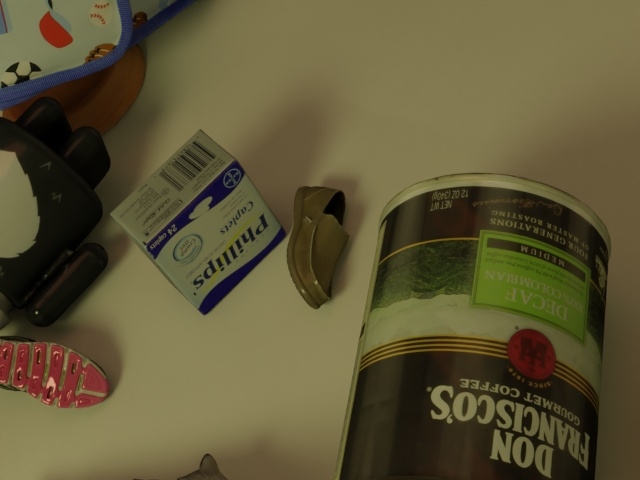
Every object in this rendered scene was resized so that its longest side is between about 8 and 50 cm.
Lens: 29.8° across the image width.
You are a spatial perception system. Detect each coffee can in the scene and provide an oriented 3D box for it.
[{"bbox_3d":[0.123,0.114,0.962,0.202,0.201,0.275,-4,56,23],"label":"coffee can"}]

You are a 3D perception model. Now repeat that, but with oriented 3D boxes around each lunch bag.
[{"bbox_3d":[-0.316,-0.363,1.354,0.239,0.327,0.385,4,31,30],"label":"lunch bag"}]

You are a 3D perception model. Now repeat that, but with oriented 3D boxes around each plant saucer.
[{"bbox_3d":[-0.316,-0.196,1.503,0.200,0.037,0.200,-13,53,17],"label":"plant saucer"}]

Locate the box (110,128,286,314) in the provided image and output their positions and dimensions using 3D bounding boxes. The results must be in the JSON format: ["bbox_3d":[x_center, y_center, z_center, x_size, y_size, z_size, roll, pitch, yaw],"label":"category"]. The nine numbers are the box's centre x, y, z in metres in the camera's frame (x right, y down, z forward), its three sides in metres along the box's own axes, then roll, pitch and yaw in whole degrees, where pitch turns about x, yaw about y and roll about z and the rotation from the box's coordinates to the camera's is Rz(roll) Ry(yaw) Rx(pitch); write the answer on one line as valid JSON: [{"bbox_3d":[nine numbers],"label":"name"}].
[{"bbox_3d":[-0.120,-0.016,1.214,0.126,0.137,0.072,-45,51,-9],"label":"box"}]

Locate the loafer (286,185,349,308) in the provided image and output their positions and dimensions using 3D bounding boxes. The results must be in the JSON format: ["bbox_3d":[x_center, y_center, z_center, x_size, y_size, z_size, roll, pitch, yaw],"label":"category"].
[{"bbox_3d":[0.000,0.000,1.198,0.050,0.056,0.148,-18,51,21],"label":"loafer"}]

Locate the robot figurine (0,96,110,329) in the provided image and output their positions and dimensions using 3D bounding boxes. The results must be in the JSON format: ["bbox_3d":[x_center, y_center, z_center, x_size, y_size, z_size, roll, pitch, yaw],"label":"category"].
[{"bbox_3d":[-0.351,-0.023,1.305,0.209,0.173,0.278,23,69,46],"label":"robot figurine"}]

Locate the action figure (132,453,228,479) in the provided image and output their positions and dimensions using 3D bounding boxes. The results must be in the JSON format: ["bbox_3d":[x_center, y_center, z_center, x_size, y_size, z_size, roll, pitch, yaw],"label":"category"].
[{"bbox_3d":[-0.186,0.327,1.022,0.341,0.178,0.330,-1,45,53],"label":"action figure"}]

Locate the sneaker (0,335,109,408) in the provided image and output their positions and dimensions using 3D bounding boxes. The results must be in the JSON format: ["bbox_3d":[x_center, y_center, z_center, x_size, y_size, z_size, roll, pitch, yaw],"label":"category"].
[{"bbox_3d":[-0.294,0.132,1.243,0.170,0.075,0.063,11,87,9],"label":"sneaker"}]
